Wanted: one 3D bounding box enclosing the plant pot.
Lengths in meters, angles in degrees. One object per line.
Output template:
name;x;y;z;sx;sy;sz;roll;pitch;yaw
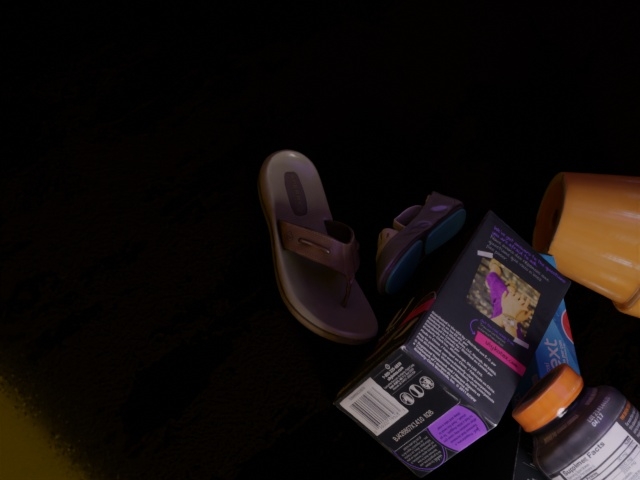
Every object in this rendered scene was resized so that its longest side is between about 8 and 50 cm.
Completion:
plant pot;0.400;-0.008;1.875;0.188;0.205;0.205;15;52;-6

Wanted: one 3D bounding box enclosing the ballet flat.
ballet flat;0.111;0.002;1.757;0.068;0.072;0.213;28;41;22

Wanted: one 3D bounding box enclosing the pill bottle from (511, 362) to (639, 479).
pill bottle;0.330;0.254;1.540;0.245;0.130;0.130;46;46;2

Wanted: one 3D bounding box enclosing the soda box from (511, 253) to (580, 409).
soda box;0.278;0.119;1.778;0.071;0.067;0.210;11;55;-28

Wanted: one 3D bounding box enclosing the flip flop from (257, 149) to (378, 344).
flip flop;0.000;0.000;1.660;0.112;0.080;0.277;1;60;-34

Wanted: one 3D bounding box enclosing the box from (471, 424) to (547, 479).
box;0.302;0.362;1.604;0.261;0.103;0.184;30;44;-15

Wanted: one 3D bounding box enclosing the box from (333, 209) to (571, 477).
box;0.160;0.120;1.628;0.143;0.165;0.270;41;46;-3
